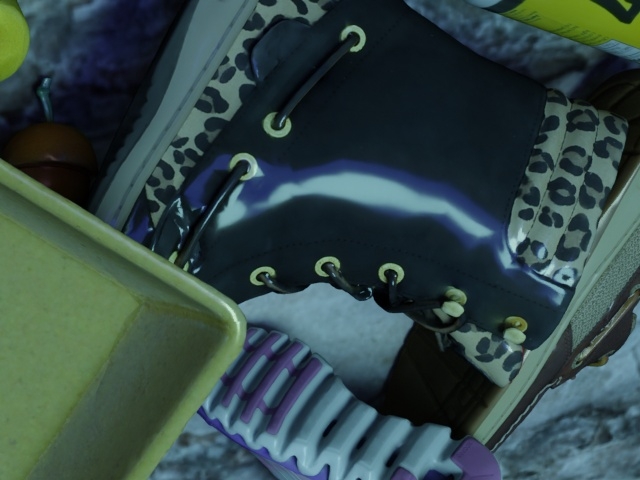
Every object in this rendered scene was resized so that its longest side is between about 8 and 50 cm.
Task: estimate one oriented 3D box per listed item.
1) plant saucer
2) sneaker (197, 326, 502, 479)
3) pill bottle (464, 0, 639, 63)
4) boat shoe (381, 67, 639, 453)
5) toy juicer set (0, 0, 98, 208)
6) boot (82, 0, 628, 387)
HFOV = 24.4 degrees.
[{"bbox_3d":[-0.259,0.070,0.781,0.333,0.081,0.332,32,106,-11],"label":"plant saucer"},{"bbox_3d":[0.002,0.148,0.992,0.095,0.236,0.104,-45,157,-43],"label":"sneaker"},{"bbox_3d":[0.198,-0.181,0.958,0.209,0.119,0.119,14,105,-22],"label":"pill bottle"},{"bbox_3d":[0.172,0.049,1.038,0.123,0.123,0.342,27,100,-30],"label":"boat shoe"},{"bbox_3d":[-0.288,-0.009,0.896,0.329,0.089,0.209,-36,131,-9],"label":"toy juicer set"},{"bbox_3d":[-0.003,0.015,0.906,0.284,0.138,0.377,25,85,-7],"label":"boot"}]
